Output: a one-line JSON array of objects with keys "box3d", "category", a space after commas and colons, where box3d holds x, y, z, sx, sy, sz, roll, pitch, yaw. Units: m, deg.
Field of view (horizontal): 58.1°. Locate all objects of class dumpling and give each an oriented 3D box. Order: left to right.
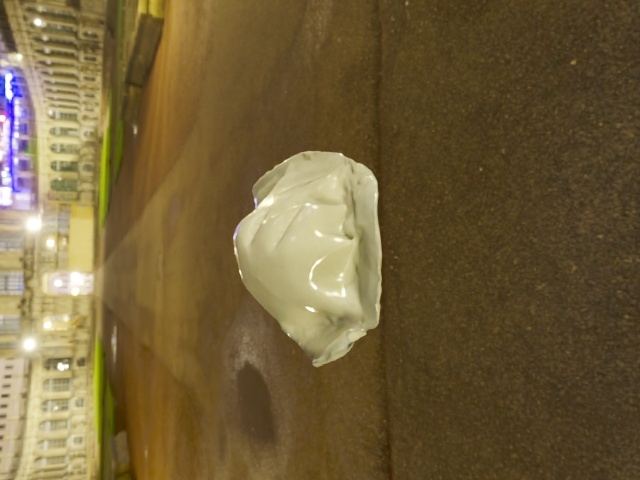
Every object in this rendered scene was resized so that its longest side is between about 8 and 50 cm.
[{"box3d": [-0.003, -0.002, 0.483, 0.181, 0.111, 0.155, 52, 123, 11], "category": "dumpling"}]
